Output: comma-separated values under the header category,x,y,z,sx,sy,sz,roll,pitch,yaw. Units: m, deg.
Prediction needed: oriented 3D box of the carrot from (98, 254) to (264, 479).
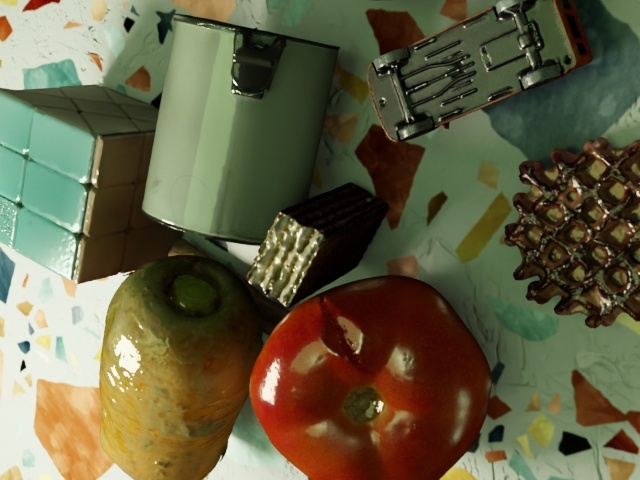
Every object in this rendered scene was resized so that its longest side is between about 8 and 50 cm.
category,x,y,z,sx,sy,sz,roll,pitch,yaw
carrot,-0.204,0.185,1.474,0.224,0.224,0.341,41,135,21

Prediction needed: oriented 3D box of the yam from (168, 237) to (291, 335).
category,x,y,z,sx,sy,sz,roll,pitch,yaw
yam,-0.129,0.073,1.547,0.241,0.057,0.057,33,115,25

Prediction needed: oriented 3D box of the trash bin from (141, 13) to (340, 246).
category,x,y,z,sx,sy,sz,roll,pitch,yaw
trash bin,-0.107,-0.147,1.376,0.217,0.277,0.263,11,100,-4

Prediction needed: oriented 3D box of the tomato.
category,x,y,z,sx,sy,sz,roll,pitch,yaw
tomato,0.064,0.180,1.323,0.298,0.226,0.299,0,102,2

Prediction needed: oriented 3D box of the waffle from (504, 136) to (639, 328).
category,x,y,z,sx,sy,sz,roll,pitch,yaw
waffle,0.326,-0.009,1.226,0.234,0.055,0.221,-4,95,29

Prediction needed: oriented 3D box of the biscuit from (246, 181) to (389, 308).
category,x,y,z,sx,sy,sz,roll,pitch,yaw
biscuit,0.000,0.000,1.324,0.070,0.252,0.106,33,112,14

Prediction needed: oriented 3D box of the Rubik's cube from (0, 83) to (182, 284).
category,x,y,z,sx,sy,sz,roll,pitch,yaw
Rubik's cube,-0.341,-0.090,1.554,0.231,0.221,0.225,24,111,28

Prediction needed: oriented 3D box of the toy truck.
category,x,y,z,sx,sy,sz,roll,pitch,yaw
toy truck,0.185,-0.205,1.247,0.252,0.114,0.107,-20,88,33
